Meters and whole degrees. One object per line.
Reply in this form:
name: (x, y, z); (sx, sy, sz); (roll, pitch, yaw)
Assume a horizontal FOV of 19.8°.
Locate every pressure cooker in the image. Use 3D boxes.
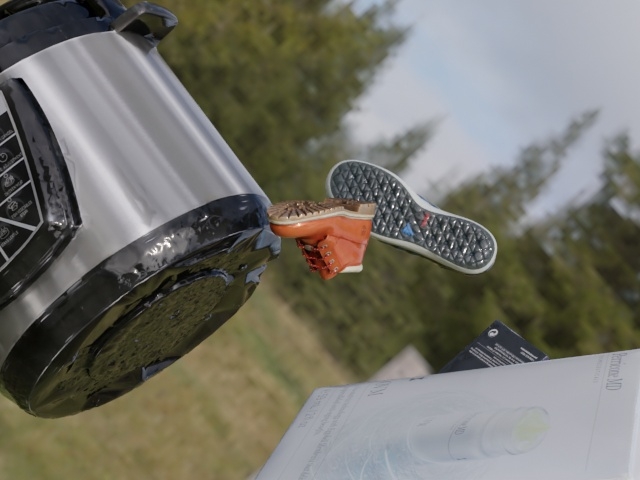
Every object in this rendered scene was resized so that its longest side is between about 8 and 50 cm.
pressure cooker: (-0.296, -0.058, 2.038); (0.420, 0.370, 0.375); (54, -29, 15)

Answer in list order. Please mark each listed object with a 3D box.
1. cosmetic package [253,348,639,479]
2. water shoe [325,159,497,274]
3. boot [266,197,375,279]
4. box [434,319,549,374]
cosmetic package: (0.090, 0.169, 1.082); (0.224, 0.224, 0.138); (-51, 132, -71)
water shoe: (0.094, -0.015, 1.996); (0.203, 0.073, 0.080); (30, -11, 8)
boot: (0.000, 0.000, 1.877); (0.059, 0.085, 0.158); (13, 8, 37)
box: (0.206, 0.252, 2.138); (0.103, 0.184, 0.261); (38, -18, 47)
